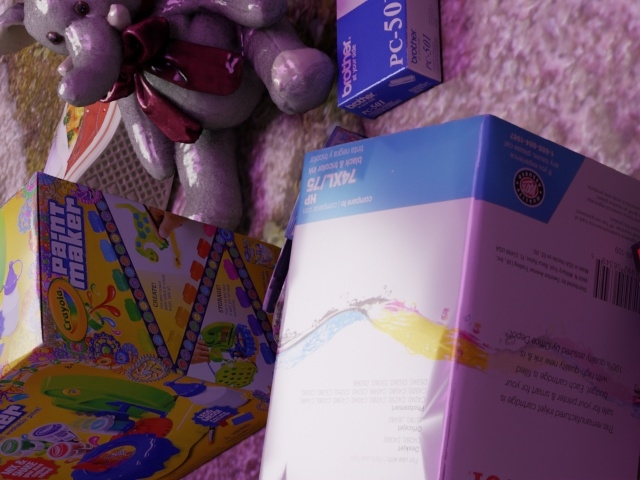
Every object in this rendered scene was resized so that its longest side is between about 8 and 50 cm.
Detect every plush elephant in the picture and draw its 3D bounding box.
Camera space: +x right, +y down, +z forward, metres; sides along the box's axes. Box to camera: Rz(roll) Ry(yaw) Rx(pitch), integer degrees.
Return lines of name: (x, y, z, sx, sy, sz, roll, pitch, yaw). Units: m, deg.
plush elephant: (-0.176, -0.195, 1.419, 0.272, 0.255, 0.330, -48, 46, 40)

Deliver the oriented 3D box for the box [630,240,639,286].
box: (0.316, 0.028, 0.923, 0.233, 0.044, 0.159, -34, 51, 39)

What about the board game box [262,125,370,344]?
board game box: (0.000, 0.000, 1.232, 0.194, 0.060, 0.194, -43, -25, -85)

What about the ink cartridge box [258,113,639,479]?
ink cartridge box: (0.102, 0.077, 1.045, 0.197, 0.198, 0.270, -8, 69, 49)

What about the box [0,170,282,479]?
box: (-0.223, 0.109, 1.372, 0.290, 0.279, 0.177, -36, 49, 38)

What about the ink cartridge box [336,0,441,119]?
ink cartridge box: (0.062, -0.226, 1.345, 0.097, 0.046, 0.207, -25, 57, 45)

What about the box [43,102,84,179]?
box: (-0.242, -0.209, 1.702, 0.063, 0.067, 0.324, 18, 89, 52)

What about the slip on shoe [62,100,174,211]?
slip on shoe: (-0.226, -0.089, 1.596, 0.101, 0.123, 0.331, 7, 75, 59)
